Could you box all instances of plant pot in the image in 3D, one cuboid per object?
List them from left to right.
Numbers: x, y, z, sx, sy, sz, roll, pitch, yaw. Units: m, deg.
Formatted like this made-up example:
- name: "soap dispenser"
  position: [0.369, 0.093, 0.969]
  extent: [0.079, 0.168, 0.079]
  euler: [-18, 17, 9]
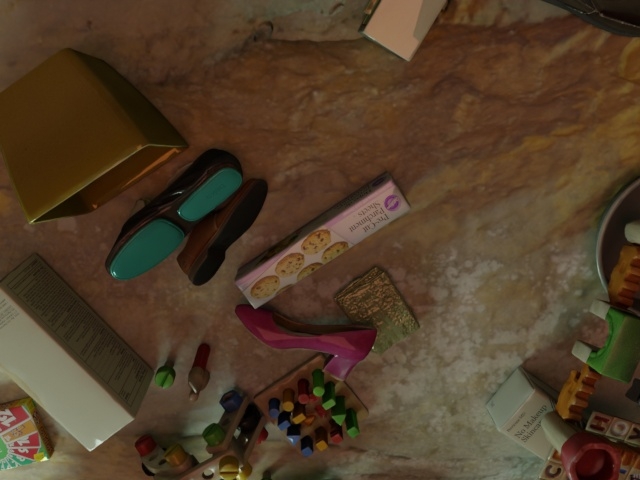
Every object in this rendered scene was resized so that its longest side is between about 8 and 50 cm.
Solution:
- name: "plant pot"
  position: [-0.361, -0.167, 1.025]
  extent: [0.212, 0.212, 0.187]
  euler: [-31, 94, 8]

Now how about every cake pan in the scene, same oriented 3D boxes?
- name: "cake pan"
  position: [0.619, -0.001, 1.180]
  extent: [0.293, 0.054, 0.293]
  euler: [-1, 107, -2]

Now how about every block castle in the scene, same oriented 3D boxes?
- name: "block castle"
  position: [0.588, 0.210, 1.078]
  extent: [0.302, 0.213, 0.454]
  euler: [19, 98, -8]

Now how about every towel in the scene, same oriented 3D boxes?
- name: "towel"
  position: [0.104, 0.127, 1.218]
  extent: [0.110, 0.027, 0.148]
  euler: [-34, 105, 8]

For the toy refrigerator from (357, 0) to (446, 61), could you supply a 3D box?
- name: "toy refrigerator"
  position: [0.160, -0.414, 1.008]
  extent: [0.094, 0.102, 0.270]
  euler: [28, 105, -10]

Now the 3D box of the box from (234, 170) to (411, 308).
- name: "box"
  position: [0.000, 0.000, 1.154]
  extent: [0.324, 0.063, 0.067]
  euler: [-32, 107, 8]

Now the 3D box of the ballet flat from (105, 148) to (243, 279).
- name: "ballet flat"
  position: [-0.247, -0.049, 1.117]
  extent: [0.280, 0.096, 0.095]
  euler: [-39, 140, 1]

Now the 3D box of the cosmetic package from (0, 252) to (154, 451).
- name: "cosmetic package"
  position: [-0.442, 0.187, 1.150]
  extent: [0.113, 0.160, 0.309]
  euler: [-36, 104, 10]

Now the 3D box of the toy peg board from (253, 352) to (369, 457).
- name: "toy peg board"
  position: [-0.016, 0.324, 1.249]
  extent: [0.160, 0.079, 0.161]
  euler: [-35, 105, 9]

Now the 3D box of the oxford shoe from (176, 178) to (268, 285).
- name: "oxford shoe"
  position: [-0.172, -0.029, 1.140]
  extent: [0.076, 0.076, 0.212]
  euler: [41, 93, 26]

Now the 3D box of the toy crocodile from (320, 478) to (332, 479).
- name: "toy crocodile"
  position: [-0.101, 0.565, 1.264]
  extent: [0.340, 0.115, 0.105]
  euler: [-36, 81, -11]

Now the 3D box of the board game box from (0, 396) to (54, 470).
- name: "board game box"
  position: [-0.651, 0.383, 1.271]
  extent: [0.259, 0.039, 0.124]
  euler: [-13, 107, 5]

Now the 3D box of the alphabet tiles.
- name: "alphabet tiles"
  position: [0.506, 0.428, 1.237]
  extent: [0.198, 0.009, 0.237]
  euler: [17, 106, -8]

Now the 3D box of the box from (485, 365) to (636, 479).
- name: "box"
  position: [0.457, 0.363, 1.269]
  extent: [0.275, 0.094, 0.113]
  euler: [32, 103, -12]

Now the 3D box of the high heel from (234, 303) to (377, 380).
- name: "high heel"
  position: [-0.025, 0.148, 1.182]
  extent: [0.244, 0.082, 0.117]
  euler: [31, 108, -2]

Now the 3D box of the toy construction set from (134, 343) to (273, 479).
- name: "toy construction set"
  position: [-0.220, 0.371, 1.173]
  extent: [0.257, 0.237, 0.309]
  euler: [-4, 107, -1]

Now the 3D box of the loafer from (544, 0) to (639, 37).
- name: "loafer"
  position: [0.435, -0.389, 1.010]
  extent: [0.365, 0.130, 0.134]
  euler: [10, 107, -5]
